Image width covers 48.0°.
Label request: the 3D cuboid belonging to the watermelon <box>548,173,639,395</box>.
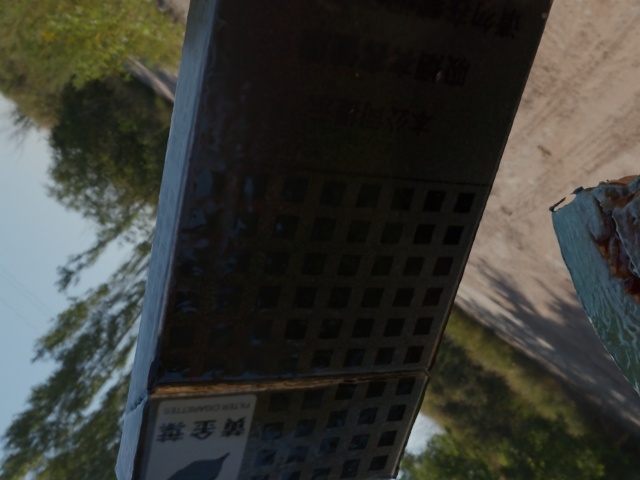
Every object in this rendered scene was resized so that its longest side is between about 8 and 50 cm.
[{"bbox_3d":[0.285,-0.004,0.357,0.201,0.262,0.212,75,179,-54],"label":"watermelon"}]

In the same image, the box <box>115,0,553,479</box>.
[{"bbox_3d":[0.001,0.000,0.393,0.181,0.324,0.047,3,-158,-28],"label":"box"}]
